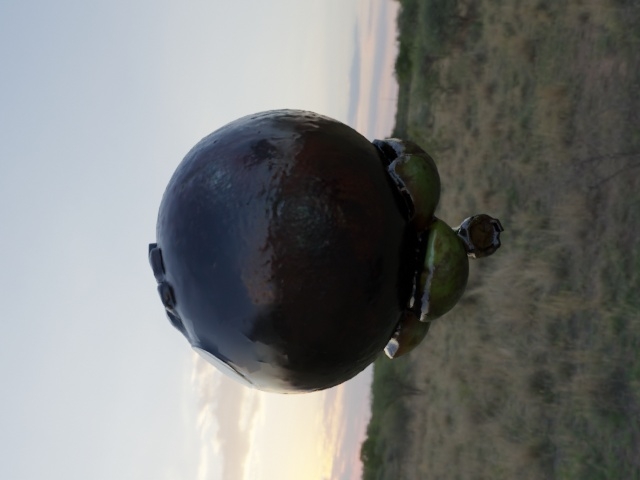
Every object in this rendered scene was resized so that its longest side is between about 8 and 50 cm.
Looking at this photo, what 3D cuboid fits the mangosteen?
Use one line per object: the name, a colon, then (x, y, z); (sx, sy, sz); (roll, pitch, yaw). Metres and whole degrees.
mangosteen: (-0.016, 0.009, 0.649); (0.311, 0.311, 0.311); (5, -90, -83)
